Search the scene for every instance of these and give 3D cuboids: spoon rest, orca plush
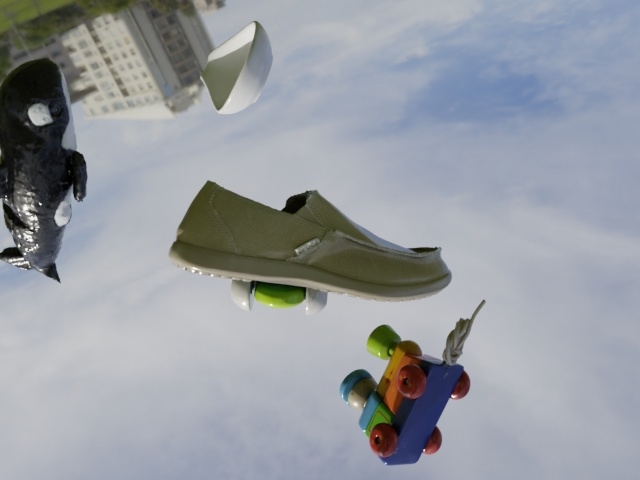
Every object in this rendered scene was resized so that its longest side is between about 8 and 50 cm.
[{"bbox_3d":[-0.132,-0.251,1.018,0.276,0.084,0.137,-151,-98,-75],"label":"spoon rest"},{"bbox_3d":[-0.343,-0.061,0.746,0.102,0.151,0.287,-20,156,-41],"label":"orca plush"}]

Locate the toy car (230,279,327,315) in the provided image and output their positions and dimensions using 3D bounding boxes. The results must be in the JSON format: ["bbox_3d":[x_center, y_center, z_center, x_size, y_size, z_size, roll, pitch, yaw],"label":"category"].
[{"bbox_3d":[-0.062,0.040,1.144,0.159,0.136,0.182,5,-156,2],"label":"toy car"}]

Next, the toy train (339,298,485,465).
[{"bbox_3d":[0.118,0.154,0.890,0.105,0.248,0.143,11,-162,-39],"label":"toy train"}]

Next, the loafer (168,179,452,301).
[{"bbox_3d":[0.000,0.000,0.627,0.269,0.092,0.102,7,-179,-16],"label":"loafer"}]
